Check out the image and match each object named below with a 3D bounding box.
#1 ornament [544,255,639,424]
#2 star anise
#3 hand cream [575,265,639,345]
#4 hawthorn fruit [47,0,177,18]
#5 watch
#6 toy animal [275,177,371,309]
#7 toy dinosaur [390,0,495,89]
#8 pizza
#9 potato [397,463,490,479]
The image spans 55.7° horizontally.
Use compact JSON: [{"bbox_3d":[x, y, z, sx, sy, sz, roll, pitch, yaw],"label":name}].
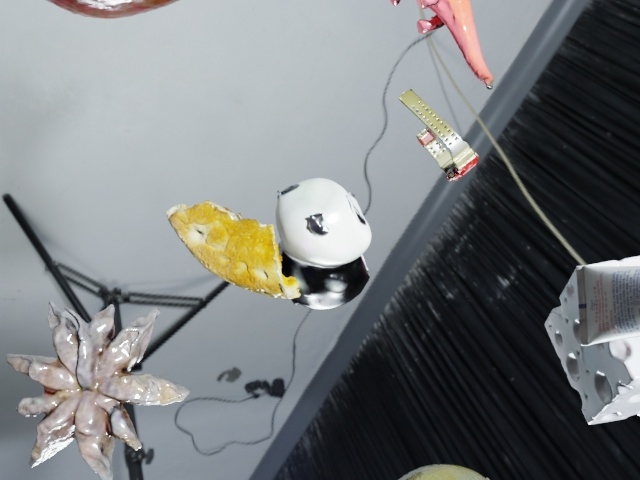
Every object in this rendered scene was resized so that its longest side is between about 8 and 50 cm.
[{"bbox_3d":[0.627,0.192,1.193,0.240,0.239,0.239,-9,144,-4],"label":"ornament"},{"bbox_3d":[-0.232,0.153,0.618,0.195,0.182,0.065,1,170,-1],"label":"star anise"},{"bbox_3d":[0.500,0.093,0.912,0.083,0.248,0.133,13,76,-32],"label":"hand cream"},{"bbox_3d":[-0.313,-0.564,0.942,0.403,0.402,0.402,-13,130,-16],"label":"hawthorn fruit"},{"bbox_3d":[0.316,-0.283,1.661,0.102,0.268,0.165,-40,168,-4],"label":"watch"},{"bbox_3d":[0.000,0.000,1.437,0.251,0.251,0.310,-21,134,-8],"label":"toy animal"},{"bbox_3d":[0.165,-0.303,0.702,0.139,0.286,0.070,-34,154,2],"label":"toy dinosaur"},{"bbox_3d":[-0.193,0.010,1.352,0.074,0.365,0.182,-37,151,-61],"label":"pizza"},{"bbox_3d":[0.173,0.430,0.898,0.235,0.160,0.177,-6,123,-27],"label":"potato"}]
